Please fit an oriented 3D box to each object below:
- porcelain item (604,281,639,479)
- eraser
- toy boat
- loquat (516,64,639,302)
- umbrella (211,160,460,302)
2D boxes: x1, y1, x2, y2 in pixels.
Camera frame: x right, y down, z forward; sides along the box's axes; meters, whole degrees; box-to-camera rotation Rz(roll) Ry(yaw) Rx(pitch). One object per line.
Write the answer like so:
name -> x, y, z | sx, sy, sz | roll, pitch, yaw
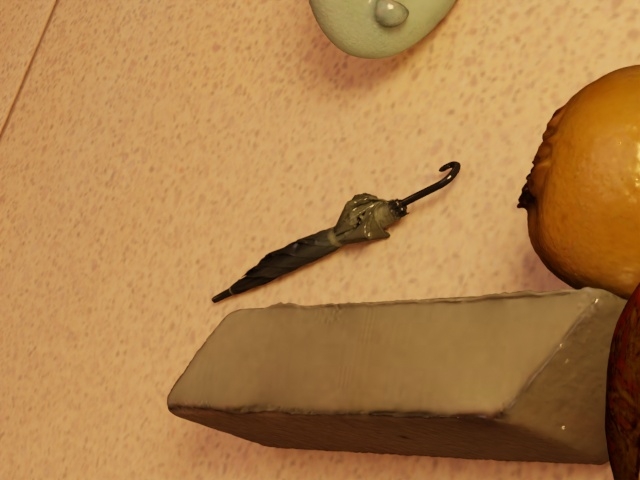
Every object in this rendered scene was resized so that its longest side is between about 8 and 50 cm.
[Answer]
porcelain item -> 0.258, 0.072, 0.528 | 0.253, 0.253, 0.253 | -25, 53, 38
eraser -> 0.052, 0.088, 0.786 | 0.352, 0.111, 0.077 | -7, 65, 45
toy boat -> 0.064, -0.233, 0.924 | 0.079, 0.134, 0.207 | 28, 94, 60
loquat -> 0.180, -0.027, 0.692 | 0.141, 0.141, 0.141 | -25, 53, 38
umbrella -> -0.001, 0.003, 0.949 | 0.269, 0.044, 0.044 | -29, 23, 36
